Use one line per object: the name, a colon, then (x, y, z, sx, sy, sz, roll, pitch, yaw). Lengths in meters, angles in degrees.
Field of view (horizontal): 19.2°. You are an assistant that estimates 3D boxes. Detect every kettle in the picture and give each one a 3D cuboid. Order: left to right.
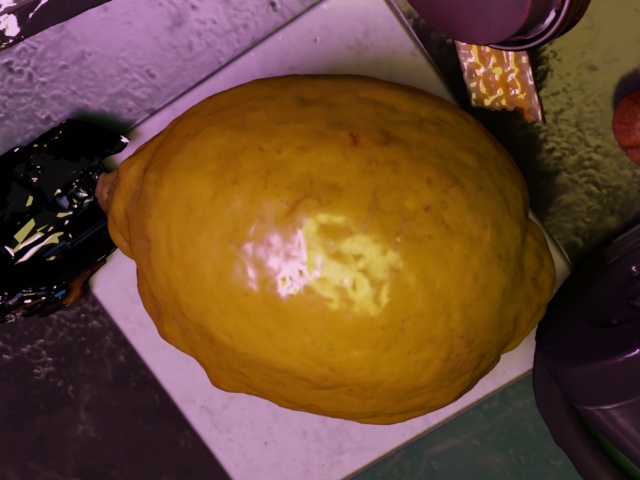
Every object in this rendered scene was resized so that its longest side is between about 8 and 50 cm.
kettle: (0.308, 0.138, 1.475, 0.251, 0.207, 0.271, -37, 107, 11)

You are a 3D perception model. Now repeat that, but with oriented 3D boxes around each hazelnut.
hazelnut: (0.272, -0.086, 1.464, 0.086, 0.086, 0.086, 2, 108, 7)

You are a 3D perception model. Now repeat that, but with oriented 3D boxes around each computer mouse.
computer mouse: (-0.244, -0.005, 1.569, 0.241, 0.077, 0.146, -37, 101, 17)

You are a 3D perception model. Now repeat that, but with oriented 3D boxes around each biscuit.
biscuit: (0.098, -0.269, 1.423, 0.054, 0.094, 0.379, -14, 106, 6)

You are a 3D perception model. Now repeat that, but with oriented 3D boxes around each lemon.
lemon: (0.007, 0.002, 1.432, 0.316, 0.285, 0.285, 15, 112, -24)

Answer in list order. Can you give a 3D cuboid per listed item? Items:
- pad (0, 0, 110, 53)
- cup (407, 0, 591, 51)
pad: (-0.236, -0.252, 1.516, 0.233, 0.022, 0.174, -25, 104, 17)
cup: (0.176, -0.259, 1.312, 0.196, 0.279, 0.196, 36, 143, 33)
